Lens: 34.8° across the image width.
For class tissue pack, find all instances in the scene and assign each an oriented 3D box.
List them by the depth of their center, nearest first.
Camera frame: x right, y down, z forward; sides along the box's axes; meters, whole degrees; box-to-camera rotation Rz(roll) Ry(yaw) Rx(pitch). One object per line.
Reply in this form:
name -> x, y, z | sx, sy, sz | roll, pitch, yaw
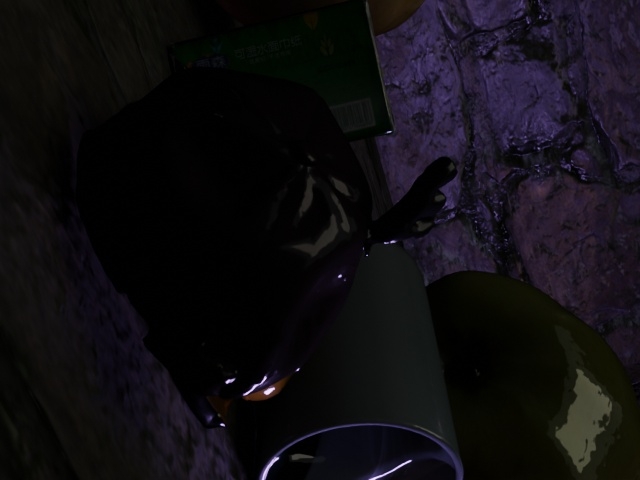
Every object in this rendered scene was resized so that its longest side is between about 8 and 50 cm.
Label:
tissue pack -> -0.034, -0.166, 1.108 | 0.156, 0.209, 0.148 | -60, 137, -80

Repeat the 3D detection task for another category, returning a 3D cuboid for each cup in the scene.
cup -> 0.029, 0.141, 1.113 | 0.312, 0.206, 0.205 | -96, 169, -47

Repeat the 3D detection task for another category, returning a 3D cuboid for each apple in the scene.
apple -> 0.224, 0.274, 1.403 | 0.473, 0.474, 0.473 | -12, 90, -81

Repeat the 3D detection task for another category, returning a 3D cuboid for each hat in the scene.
hat -> -0.039, -0.064, 0.783 | 0.238, 0.209, 0.336 | 38, 26, -21

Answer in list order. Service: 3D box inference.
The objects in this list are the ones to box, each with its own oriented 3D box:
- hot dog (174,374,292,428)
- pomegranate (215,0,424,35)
hot dog -> -0.062, 0.032, 0.987 | 0.326, 0.107, 0.194 | -93, 167, -47
pomegranate -> -0.011, -0.372, 1.285 | 0.338, 0.338, 0.338 | -12, 90, -81
